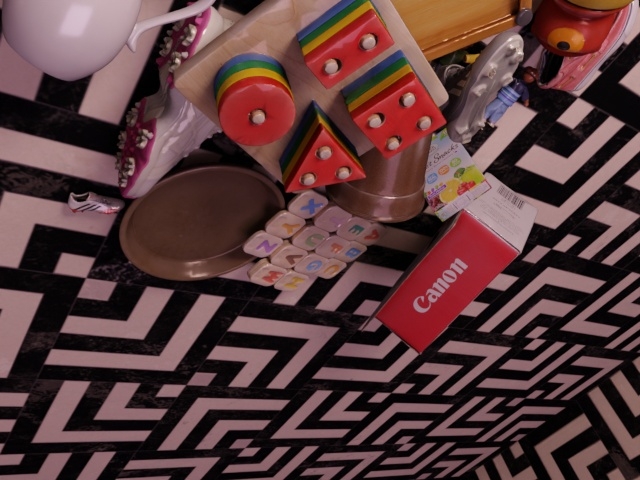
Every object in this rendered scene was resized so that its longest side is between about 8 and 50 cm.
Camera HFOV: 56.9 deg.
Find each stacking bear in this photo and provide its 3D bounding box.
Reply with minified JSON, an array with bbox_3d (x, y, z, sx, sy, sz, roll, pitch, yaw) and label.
[{"bbox_3d":[0.372,-0.368,0.785,0.176,0.164,0.289,18,152,9],"label":"stacking bear"}]

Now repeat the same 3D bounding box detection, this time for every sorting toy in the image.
[{"bbox_3d":[0.004,-0.167,0.720,0.256,0.089,0.257,-30,139,18],"label":"sorting toy"}]

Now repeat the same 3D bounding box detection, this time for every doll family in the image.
[{"bbox_3d":[0.259,-0.256,0.931,0.193,0.076,0.111,13,126,-42],"label":"doll family"}]

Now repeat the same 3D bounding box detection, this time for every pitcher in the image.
[{"bbox_3d":[-0.228,-0.267,0.651,0.178,0.125,0.207,32,109,-35],"label":"pitcher"}]

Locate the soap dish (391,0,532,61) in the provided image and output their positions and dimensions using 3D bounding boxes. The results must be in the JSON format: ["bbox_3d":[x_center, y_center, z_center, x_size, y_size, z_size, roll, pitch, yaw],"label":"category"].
[{"bbox_3d":[0.130,-0.335,0.740,0.291,0.118,0.229,-22,141,0],"label":"soap dish"}]

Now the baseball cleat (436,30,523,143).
[{"bbox_3d":[0.203,-0.224,0.817,0.072,0.109,0.206,-18,155,-20],"label":"baseball cleat"}]

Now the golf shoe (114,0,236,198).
[{"bbox_3d":[-0.178,-0.164,0.807,0.140,0.115,0.306,12,132,-38],"label":"golf shoe"}]

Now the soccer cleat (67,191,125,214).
[{"bbox_3d":[-0.346,-0.060,0.915,0.083,0.029,0.035,0,141,-18],"label":"soccer cleat"}]

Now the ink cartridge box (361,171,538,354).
[{"bbox_3d":[0.245,0.059,1.127,0.272,0.130,0.309,-42,168,-53],"label":"ink cartridge box"}]

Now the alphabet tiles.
[{"bbox_3d":[0.000,0.000,1.109,0.284,0.021,0.278,-41,147,19],"label":"alphabet tiles"}]

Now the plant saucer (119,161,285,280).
[{"bbox_3d":[-0.195,-0.032,0.994,0.278,0.041,0.277,-16,144,-12],"label":"plant saucer"}]

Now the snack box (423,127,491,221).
[{"bbox_3d":[0.214,-0.115,1.012,0.100,0.141,0.037,-35,139,17],"label":"snack box"}]

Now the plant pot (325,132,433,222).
[{"bbox_3d":[0.102,-0.142,0.927,0.167,0.167,0.165,-5,131,-19],"label":"plant pot"}]

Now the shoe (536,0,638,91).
[{"bbox_3d":[0.418,-0.313,0.937,0.081,0.063,0.178,-6,143,-26],"label":"shoe"}]
